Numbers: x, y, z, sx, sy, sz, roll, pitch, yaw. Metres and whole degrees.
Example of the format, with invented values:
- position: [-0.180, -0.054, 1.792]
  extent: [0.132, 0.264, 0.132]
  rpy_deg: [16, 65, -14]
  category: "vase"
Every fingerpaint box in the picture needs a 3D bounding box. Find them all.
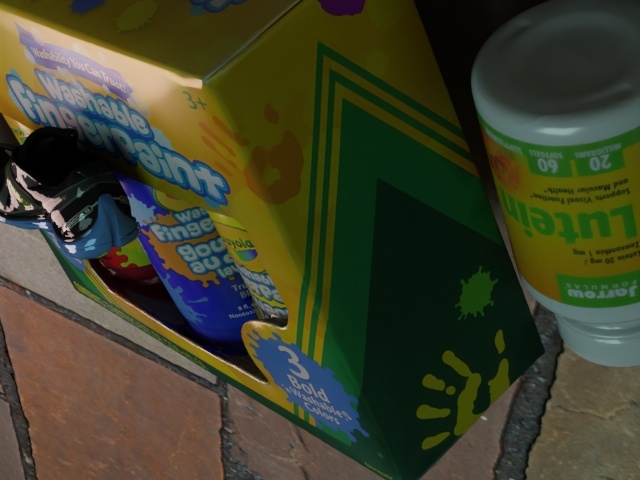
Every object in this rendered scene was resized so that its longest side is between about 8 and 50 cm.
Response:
- position: [-0.092, -0.065, 1.117]
  extent: [0.444, 0.163, 0.371]
  rpy_deg: [25, 149, 45]
  category: "fingerpaint box"

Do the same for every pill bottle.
- position: [0.190, -0.031, 1.027]
  extent: [0.136, 0.136, 0.246]
  rpy_deg: [12, 141, 32]
  category: "pill bottle"

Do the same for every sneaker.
- position: [-0.181, -0.044, 1.028]
  extent: [0.188, 0.067, 0.078]
  rpy_deg: [21, 126, 53]
  category: "sneaker"
